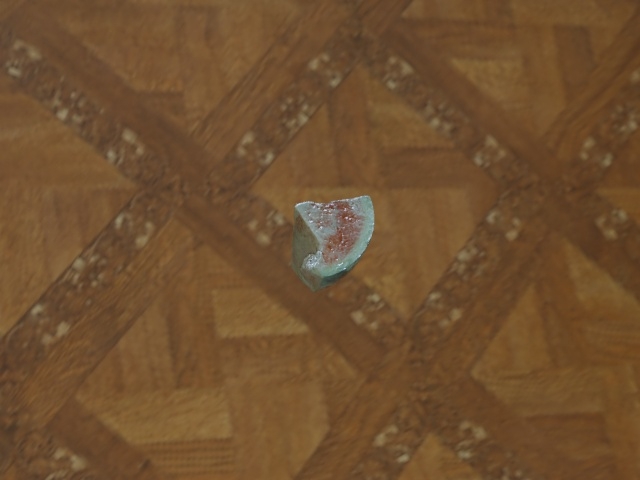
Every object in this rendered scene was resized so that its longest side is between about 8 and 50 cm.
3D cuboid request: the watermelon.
[{"bbox_3d":[0.000,0.000,1.087,0.061,0.085,0.085,45,59,-9],"label":"watermelon"}]
